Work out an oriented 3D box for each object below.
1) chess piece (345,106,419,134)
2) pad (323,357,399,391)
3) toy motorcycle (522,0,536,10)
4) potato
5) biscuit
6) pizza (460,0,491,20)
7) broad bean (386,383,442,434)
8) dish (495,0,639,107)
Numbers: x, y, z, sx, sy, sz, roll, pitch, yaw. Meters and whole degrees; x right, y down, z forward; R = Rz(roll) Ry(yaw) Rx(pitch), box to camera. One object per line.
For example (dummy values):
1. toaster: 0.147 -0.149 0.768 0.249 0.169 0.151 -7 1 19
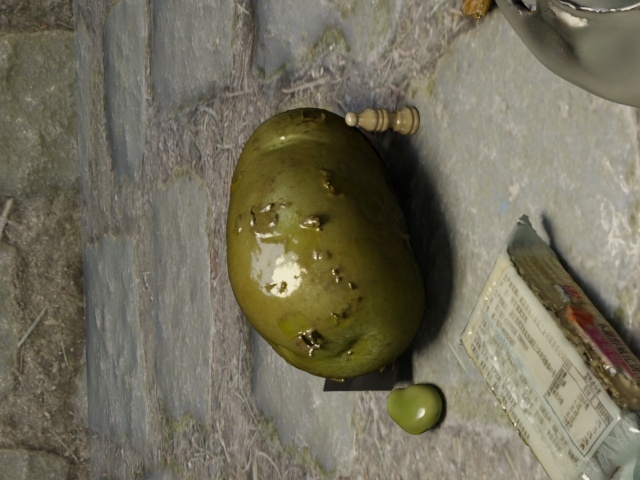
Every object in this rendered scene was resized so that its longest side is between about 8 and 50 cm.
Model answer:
1. chess piece: 0.073 -0.147 1.215 0.035 0.092 0.035 4 95 63
2. pad: 0.057 0.143 1.317 0.193 0.004 0.116 -16 60 61
3. toy motorcycle: 0.244 -0.226 0.907 0.215 0.080 0.122 -142 59 -60
4. potato: -0.006 -0.014 1.212 0.270 0.219 0.359 58 -164 -60
5. biscuit: 0.228 0.135 0.947 0.309 0.079 0.186 58 141 44
6. pizza: 0.177 -0.270 1.087 0.078 0.025 0.083 135 147 -72
7. broad bean: 0.115 0.204 1.207 0.083 0.045 0.063 -8 64 57
8. dish: 0.239 -0.258 0.742 0.324 0.124 0.324 9 104 40
